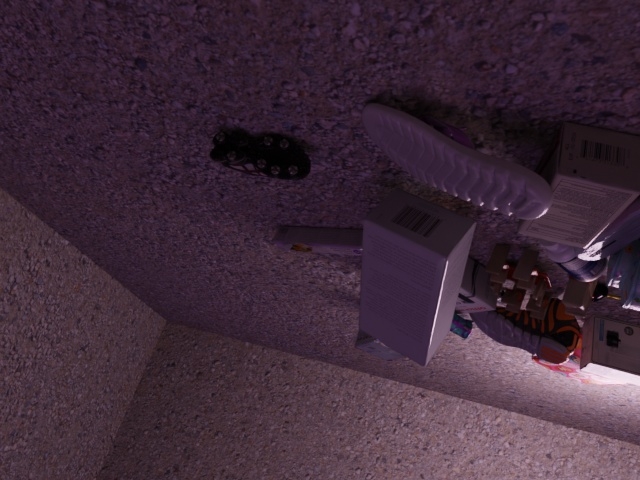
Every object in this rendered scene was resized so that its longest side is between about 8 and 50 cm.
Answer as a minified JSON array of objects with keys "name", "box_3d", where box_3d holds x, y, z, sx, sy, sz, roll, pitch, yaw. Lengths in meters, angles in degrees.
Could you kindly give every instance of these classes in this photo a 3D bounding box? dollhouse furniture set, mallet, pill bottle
[{"name":"dollhouse furniture set","box_3d":[0.613,0.110,1.431,0.259,0.135,0.262,13,157,39]},{"name":"mallet","box_3d":[0.849,0.167,1.455,0.190,0.039,0.062,15,156,-2]},{"name":"pill bottle","box_3d":[0.606,0.024,1.246,0.169,0.094,0.094,32,152,-26]}]

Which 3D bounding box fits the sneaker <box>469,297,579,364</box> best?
[{"name":"sneaker","box_3d":[0.641,0.245,1.613,0.321,0.180,0.124,26,146,28]}]

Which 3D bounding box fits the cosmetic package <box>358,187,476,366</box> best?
[{"name":"cosmetic package","box_3d":[0.242,0.109,1.378,0.230,0.161,0.453,28,142,26]}]

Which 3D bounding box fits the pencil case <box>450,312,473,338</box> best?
[{"name":"pencil case","box_3d":[0.412,0.254,1.626,0.152,0.064,0.070,28,171,-23]}]

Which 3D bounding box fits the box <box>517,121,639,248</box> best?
[{"name":"box","box_3d":[0.503,-0.101,1.017,0.149,0.126,0.232,14,156,9]}]

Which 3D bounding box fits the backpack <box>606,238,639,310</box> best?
[{"name":"backpack","box_3d":[0.717,0.065,1.141,0.145,0.188,0.166,8,154,22]}]

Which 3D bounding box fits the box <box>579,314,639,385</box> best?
[{"name":"box","box_3d":[0.971,0.350,1.593,0.290,0.169,0.087,15,153,12]}]

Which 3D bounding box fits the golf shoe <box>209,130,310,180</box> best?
[{"name":"golf shoe","box_3d":[-0.142,-0.208,1.307,0.273,0.105,0.120,17,172,17]}]

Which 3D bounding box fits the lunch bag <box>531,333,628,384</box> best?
[{"name":"lunch bag","box_3d":[0.916,0.429,1.849,0.293,0.120,0.258,26,155,-17]}]

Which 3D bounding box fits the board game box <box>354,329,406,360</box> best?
[{"name":"board game box","box_3d":[0.238,0.249,1.754,0.142,0.275,0.144,25,155,-14]}]

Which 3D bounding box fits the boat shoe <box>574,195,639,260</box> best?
[{"name":"boat shoe","box_3d":[0.628,-0.058,1.056,0.109,0.094,0.302,10,152,-16]}]

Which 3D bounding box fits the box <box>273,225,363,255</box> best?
[{"name":"box","box_3d":[0.000,0.000,1.655,0.324,0.067,0.063,2,152,30]}]

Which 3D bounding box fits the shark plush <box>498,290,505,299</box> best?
[{"name":"shark plush","box_3d":[0.558,0.179,1.694,0.161,0.073,0.067,-31,149,34]}]

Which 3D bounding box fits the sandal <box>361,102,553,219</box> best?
[{"name":"sandal","box_3d":[0.270,-0.173,1.037,0.416,0.102,0.169,33,162,20]}]

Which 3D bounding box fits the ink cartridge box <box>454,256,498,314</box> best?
[{"name":"ink cartridge box","box_3d":[0.383,0.121,1.581,0.273,0.114,0.197,29,154,-25]}]
